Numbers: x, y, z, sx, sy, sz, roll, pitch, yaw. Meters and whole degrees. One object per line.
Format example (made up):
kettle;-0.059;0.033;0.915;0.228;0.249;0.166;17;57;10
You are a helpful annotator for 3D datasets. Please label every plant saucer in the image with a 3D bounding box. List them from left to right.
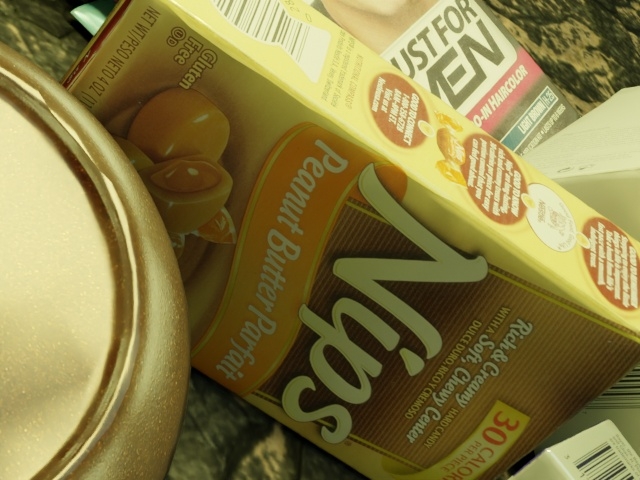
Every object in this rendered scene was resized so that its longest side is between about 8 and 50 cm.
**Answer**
plant saucer;-0.190;0.020;0.594;0.310;0.050;0.311;11;61;-22

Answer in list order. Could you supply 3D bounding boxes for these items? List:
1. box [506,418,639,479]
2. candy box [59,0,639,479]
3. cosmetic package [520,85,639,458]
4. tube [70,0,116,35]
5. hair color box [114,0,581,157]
box;0.124;0.183;0.753;0.072;0.137;0.126;-14;63;-53
candy box;0.000;0.000;0.784;0.316;0.183;0.087;34;35;-14
cosmetic package;0.227;0.030;0.928;0.224;0.138;0.224;-33;111;-51
tube;-0.079;-0.160;1.006;0.080;0.052;0.207;39;38;8
hair color box;-0.002;-0.147;0.957;0.347;0.105;0.174;48;43;-5
